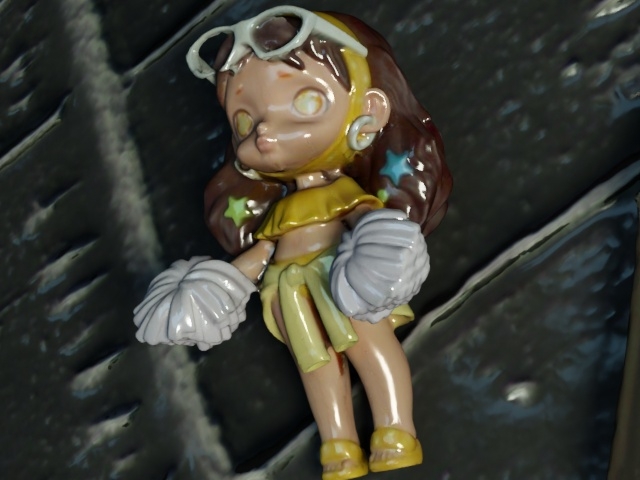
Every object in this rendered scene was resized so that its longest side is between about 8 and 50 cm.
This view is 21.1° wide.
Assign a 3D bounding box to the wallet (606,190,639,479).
[{"bbox_3d":[0.205,0.067,0.729,0.165,0.042,0.309,2,77,37],"label":"wallet"}]

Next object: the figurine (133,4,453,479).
[{"bbox_3d":[0.000,-0.002,0.869,0.174,0.116,0.240,-16,70,36],"label":"figurine"}]
